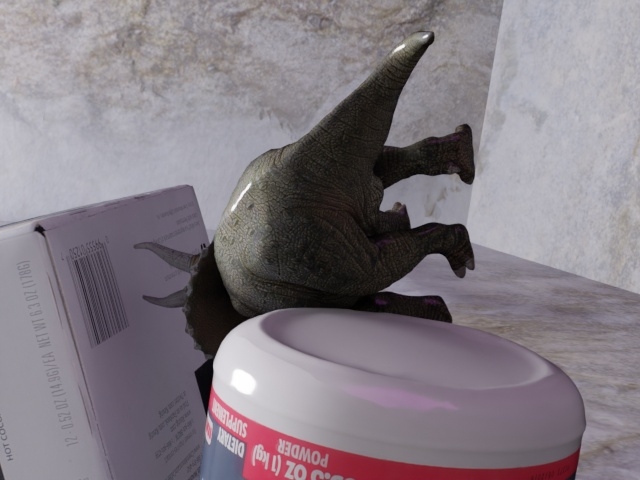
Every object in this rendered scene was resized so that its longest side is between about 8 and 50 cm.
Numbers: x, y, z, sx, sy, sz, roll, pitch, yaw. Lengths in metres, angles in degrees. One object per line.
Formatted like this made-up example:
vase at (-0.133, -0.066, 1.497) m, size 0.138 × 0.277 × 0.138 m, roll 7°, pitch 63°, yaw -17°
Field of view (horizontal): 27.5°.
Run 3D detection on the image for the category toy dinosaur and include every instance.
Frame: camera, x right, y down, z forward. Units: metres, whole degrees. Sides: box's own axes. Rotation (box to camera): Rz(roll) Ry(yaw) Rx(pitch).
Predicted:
toy dinosaur at (0.000, 0.000, 0.748) m, size 0.160 × 0.121 × 0.313 m, roll -8°, pitch -18°, yaw -19°

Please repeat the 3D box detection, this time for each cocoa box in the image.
cocoa box at (-0.211, 0.105, 0.938) m, size 0.228 × 0.231 × 0.347 m, roll -14°, pitch 4°, yaw 11°

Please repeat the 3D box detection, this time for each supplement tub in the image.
supplement tub at (0.023, 0.184, 0.680) m, size 0.191 × 0.272 × 0.191 m, roll 8°, pitch 8°, yaw -1°
